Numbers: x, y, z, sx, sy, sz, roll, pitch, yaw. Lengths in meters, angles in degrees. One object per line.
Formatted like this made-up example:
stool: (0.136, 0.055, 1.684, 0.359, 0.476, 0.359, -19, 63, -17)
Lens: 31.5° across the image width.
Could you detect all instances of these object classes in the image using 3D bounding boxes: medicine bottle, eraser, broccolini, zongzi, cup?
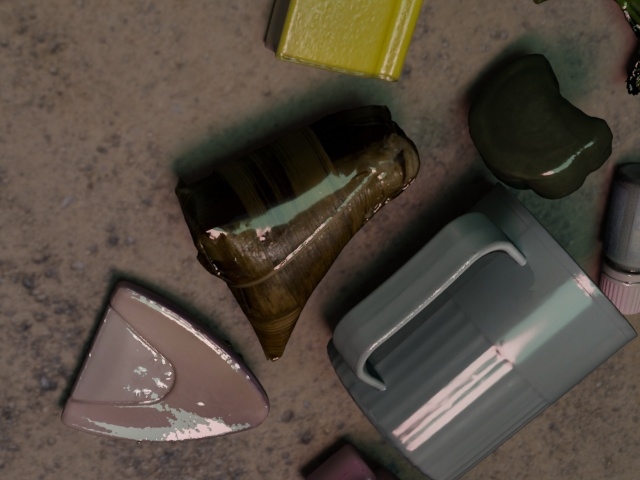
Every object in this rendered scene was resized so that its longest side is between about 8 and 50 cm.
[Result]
medicine bottle: (0.429, 0.001, 1.555, 0.083, 0.083, 0.203, -3, 116, -18)
eraser: (0.040, -0.295, 1.274, 0.158, 0.069, 0.226, 7, 113, -24)
broccolini: (0.357, -0.256, 1.412, 0.271, 0.062, 0.123, 11, 97, -30)
zongzi: (0.000, 0.000, 1.378, 0.286, 0.134, 0.288, -25, 128, -4)
cup: (0.190, 0.124, 1.401, 0.311, 0.331, 0.257, -42, 85, 7)
eraser: (-0.180, 0.176, 1.431, 0.243, 0.059, 0.204, 22, 106, -17)

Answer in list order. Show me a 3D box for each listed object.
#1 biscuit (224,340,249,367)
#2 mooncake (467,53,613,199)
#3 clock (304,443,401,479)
biscuit: (-0.124, 0.174, 1.485, 0.092, 0.016, 0.082, 30, 99, -28)
mooncake: (0.271, -0.138, 1.381, 0.168, 0.175, 0.104, -9, 158, 27)
clock: (0.131, 0.445, 1.537, 0.113, 0.322, 0.295, -40, 122, -3)
